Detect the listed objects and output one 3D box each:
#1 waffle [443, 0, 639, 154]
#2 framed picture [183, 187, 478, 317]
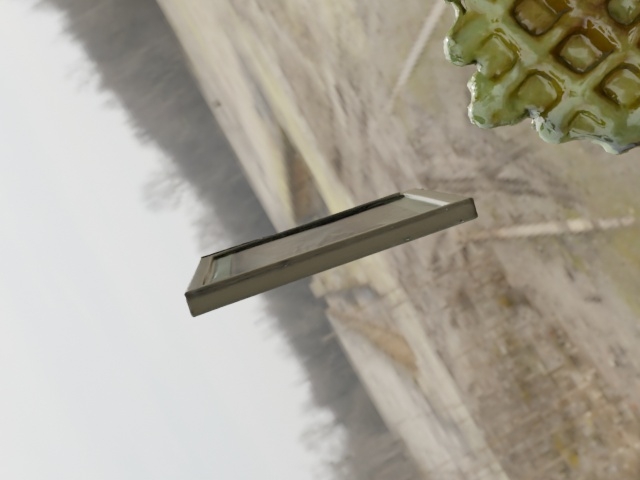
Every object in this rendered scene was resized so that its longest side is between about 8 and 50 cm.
[{"bbox_3d":[0.239,-0.215,0.933,0.073,0.317,0.297,-47,-47,-83],"label":"waffle"},{"bbox_3d":[0.000,0.000,1.492,0.446,0.326,0.028,-135,26,-84],"label":"framed picture"}]
